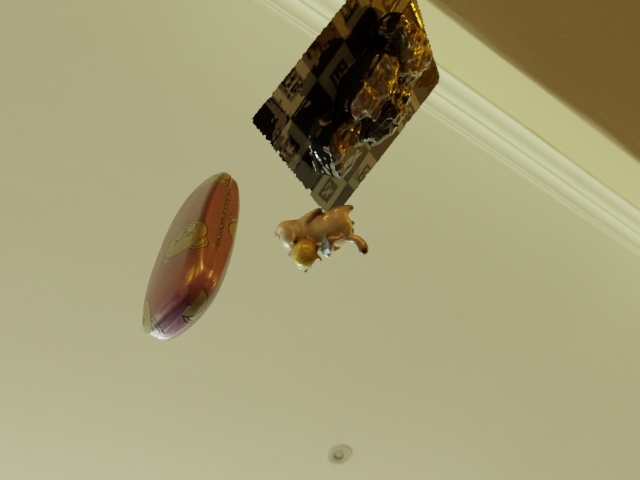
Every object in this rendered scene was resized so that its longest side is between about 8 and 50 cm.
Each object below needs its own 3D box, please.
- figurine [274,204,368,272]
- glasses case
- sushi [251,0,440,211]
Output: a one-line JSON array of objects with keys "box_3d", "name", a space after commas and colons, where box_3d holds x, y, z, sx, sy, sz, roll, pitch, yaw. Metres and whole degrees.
[{"box_3d": [0.000, 0.000, 0.505, 0.083, 0.050, 0.047, -16, -38, 1], "name": "figurine"}, {"box_3d": [-0.169, 0.007, 0.726, 0.076, 0.316, 0.123, 37, -65, -23], "name": "glasses case"}, {"box_3d": [0.058, -0.133, 0.517, 0.215, 0.050, 0.192, -53, -34, -7], "name": "sushi"}]
